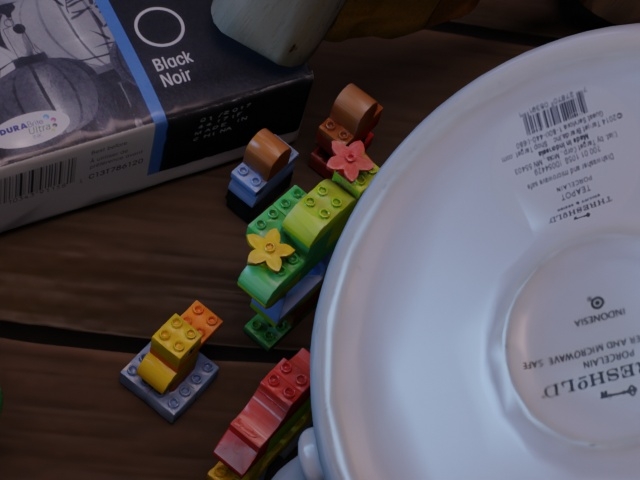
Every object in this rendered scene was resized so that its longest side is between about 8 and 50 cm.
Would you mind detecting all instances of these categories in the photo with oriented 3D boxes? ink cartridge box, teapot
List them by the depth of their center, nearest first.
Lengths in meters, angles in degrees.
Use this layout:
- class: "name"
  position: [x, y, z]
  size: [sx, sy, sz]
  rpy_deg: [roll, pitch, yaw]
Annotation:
- class: "teapot"
  position: [0.127, 0.057, 0.605]
  size: [0.256, 0.187, 0.253]
  rpy_deg: [29, 89, 31]
- class: "ink cartridge box"
  position: [-0.147, -0.171, 0.820]
  size: [0.165, 0.065, 0.333]
  rpy_deg: [-20, 65, -21]

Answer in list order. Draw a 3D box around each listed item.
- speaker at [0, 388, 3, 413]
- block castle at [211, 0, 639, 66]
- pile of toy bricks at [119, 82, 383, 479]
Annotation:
- class: "speaker"
  position: [-0.253, -0.021, 0.672]
  size: [0.131, 0.131, 0.296]
  rpy_deg: [-31, 70, -26]
- class: "block castle"
  position: [0.032, -0.322, 0.818]
  size: [0.303, 0.213, 0.453]
  rpy_deg: [-9, 61, -33]
- class: "pile of toy bricks"
  position: [0.000, 0.000, 0.722]
  size: [0.118, 0.105, 0.212]
  rpy_deg: [38, 60, 12]
